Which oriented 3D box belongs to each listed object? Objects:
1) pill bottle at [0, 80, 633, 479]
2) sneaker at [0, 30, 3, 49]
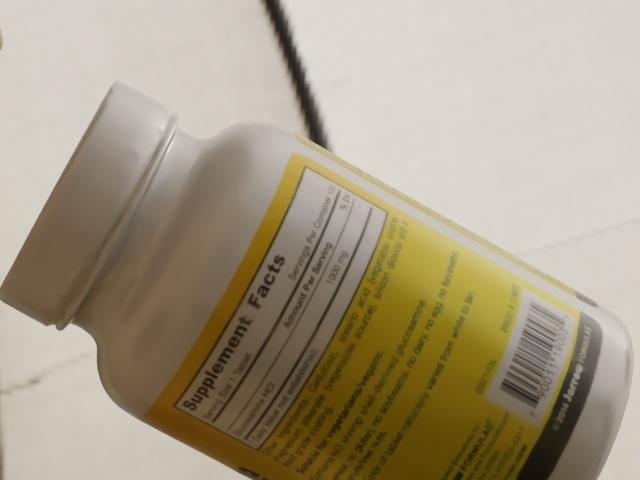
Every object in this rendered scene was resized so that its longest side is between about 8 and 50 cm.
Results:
[{"bbox_3d":[-0.006,0.050,1.047,0.188,0.334,0.188,-59,-172,14],"label":"pill bottle"},{"bbox_3d":[-0.296,-0.144,1.191,0.185,0.084,0.069,22,-35,22],"label":"sneaker"}]
